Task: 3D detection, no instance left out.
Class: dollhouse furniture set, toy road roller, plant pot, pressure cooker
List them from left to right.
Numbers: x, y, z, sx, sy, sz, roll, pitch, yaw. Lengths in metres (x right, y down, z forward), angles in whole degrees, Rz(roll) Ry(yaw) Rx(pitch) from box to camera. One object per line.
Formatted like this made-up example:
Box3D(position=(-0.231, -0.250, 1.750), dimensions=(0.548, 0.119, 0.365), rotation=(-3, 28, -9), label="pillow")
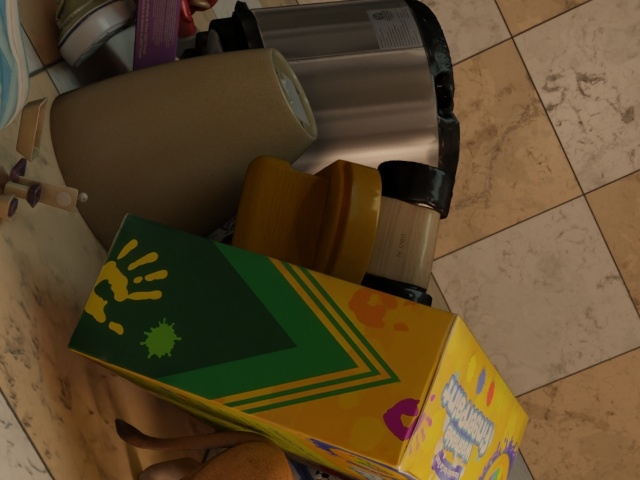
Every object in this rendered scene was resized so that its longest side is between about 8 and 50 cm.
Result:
Box3D(position=(-0.279, -0.080, 1.276), dimensions=(0.091, 0.081, 0.114), rotation=(-79, -176, -66), label="dollhouse furniture set")
Box3D(position=(-0.151, -0.126, 1.559), dimensions=(0.256, 0.274, 0.256), rotation=(60, 14, -25), label="plant pot")
Box3D(position=(-0.029, -0.189, 1.916), dimensions=(0.370, 0.420, 0.376), rotation=(-140, -137, -73), label="pressure cooker")
Box3D(position=(0.000, 0.000, 1.506), dimensions=(0.329, 0.240, 0.203), rotation=(157, -54, -72), label="toy road roller")

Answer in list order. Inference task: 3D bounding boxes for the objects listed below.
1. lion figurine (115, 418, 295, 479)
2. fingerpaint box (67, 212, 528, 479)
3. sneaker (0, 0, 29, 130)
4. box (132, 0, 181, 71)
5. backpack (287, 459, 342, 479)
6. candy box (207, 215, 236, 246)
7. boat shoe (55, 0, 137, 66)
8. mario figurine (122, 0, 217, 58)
Box3D(position=(-0.064, 0.313, 1.191), dimensions=(0.142, 0.240, 0.392), rotation=(39, 29, -63), label="lion figurine")
Box3D(position=(0.003, 0.156, 1.357), dimensions=(0.163, 0.371, 0.445), rotation=(-68, 156, -13), label="fingerpaint box")
Box3D(position=(-0.345, -0.206, 1.111), dimensions=(0.208, 0.127, 0.319), rotation=(-88, 171, -57), label="sneaker")
Box3D(position=(-0.222, -0.298, 1.685), dimensions=(0.293, 0.057, 0.201), rotation=(103, -12, -45), label="box")
Box3D(position=(0.022, 0.260, 1.704), dimensions=(0.276, 0.213, 0.263), rotation=(47, 13, -37), label="backpack")
Box3D(position=(-0.092, 0.045, 1.743), dimensions=(0.233, 0.159, 0.071), rotation=(51, 21, -45), label="candy box")
Box3D(position=(-0.315, -0.307, 1.661), dimensions=(0.094, 0.109, 0.302), rotation=(49, 7, -15), label="boat shoe")
Box3D(position=(-0.278, -0.395, 1.977), dimensions=(0.320, 0.170, 0.198), rotation=(-25, 127, -67), label="mario figurine")
